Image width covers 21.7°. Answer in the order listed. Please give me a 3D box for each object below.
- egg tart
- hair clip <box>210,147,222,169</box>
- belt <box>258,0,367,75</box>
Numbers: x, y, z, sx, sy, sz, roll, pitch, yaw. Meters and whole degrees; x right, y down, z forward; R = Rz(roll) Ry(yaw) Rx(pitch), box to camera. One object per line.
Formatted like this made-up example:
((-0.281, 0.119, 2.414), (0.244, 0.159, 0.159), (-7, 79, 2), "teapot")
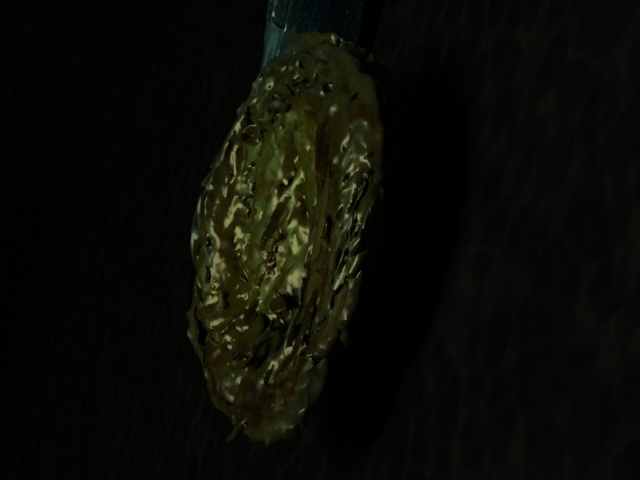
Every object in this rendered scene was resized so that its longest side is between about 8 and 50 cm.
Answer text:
((0.000, 0.000, 0.987), (0.232, 0.098, 0.252), (-4, 75, 65), "egg tart")
((-0.036, -0.122, 1.323), (0.173, 0.049, 0.049), (-65, 17, 16), "hair clip")
((-0.017, -0.060, 1.145), (0.087, 0.072, 0.302), (140, 140, -72), "belt")
